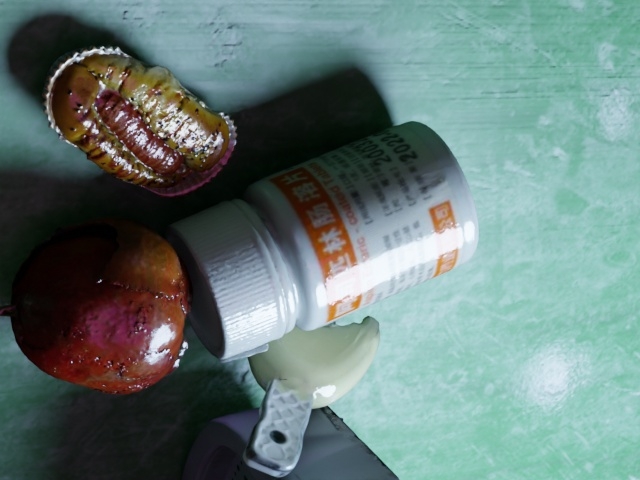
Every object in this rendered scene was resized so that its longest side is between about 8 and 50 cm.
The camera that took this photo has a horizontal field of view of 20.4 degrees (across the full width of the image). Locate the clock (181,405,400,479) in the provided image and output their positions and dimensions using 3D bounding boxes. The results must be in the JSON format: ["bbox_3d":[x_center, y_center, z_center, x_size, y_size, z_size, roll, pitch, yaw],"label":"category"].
[{"bbox_3d":[-0.014,0.316,1.617,0.102,0.338,0.338,-13,125,-27],"label":"clock"}]

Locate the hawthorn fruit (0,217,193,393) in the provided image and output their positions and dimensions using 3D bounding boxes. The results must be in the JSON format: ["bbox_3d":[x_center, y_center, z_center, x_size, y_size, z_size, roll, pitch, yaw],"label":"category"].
[{"bbox_3d":[-0.191,0.054,1.462,0.172,0.148,0.148,-1,120,-17],"label":"hawthorn fruit"}]

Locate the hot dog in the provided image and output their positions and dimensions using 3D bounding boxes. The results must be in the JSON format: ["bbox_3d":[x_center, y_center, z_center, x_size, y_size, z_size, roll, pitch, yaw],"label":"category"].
[{"bbox_3d":[-0.149,-0.097,1.444,0.192,0.053,0.099,33,95,-43],"label":"hot dog"}]

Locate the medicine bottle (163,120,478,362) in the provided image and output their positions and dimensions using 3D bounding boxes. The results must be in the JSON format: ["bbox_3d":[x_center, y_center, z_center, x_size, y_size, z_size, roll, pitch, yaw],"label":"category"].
[{"bbox_3d":[0.000,0.000,1.541,0.252,0.144,0.144,-22,128,-15],"label":"medicine bottle"}]

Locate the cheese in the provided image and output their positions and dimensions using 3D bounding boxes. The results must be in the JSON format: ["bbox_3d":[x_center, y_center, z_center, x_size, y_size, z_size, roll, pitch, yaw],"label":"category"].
[{"bbox_3d":[-0.020,0.127,1.574,0.127,0.235,0.050,24,126,-5],"label":"cheese"}]
